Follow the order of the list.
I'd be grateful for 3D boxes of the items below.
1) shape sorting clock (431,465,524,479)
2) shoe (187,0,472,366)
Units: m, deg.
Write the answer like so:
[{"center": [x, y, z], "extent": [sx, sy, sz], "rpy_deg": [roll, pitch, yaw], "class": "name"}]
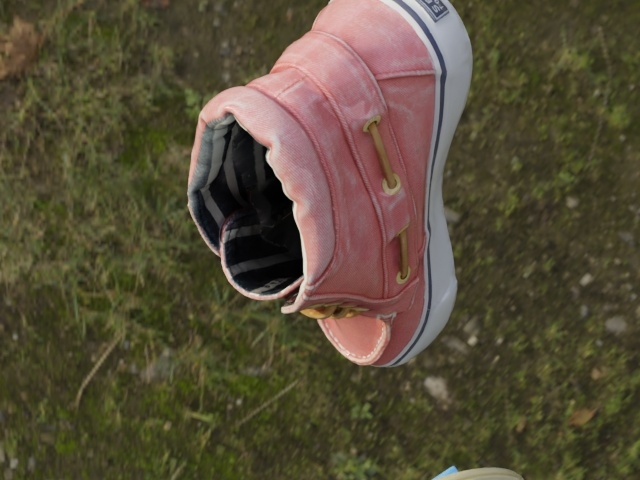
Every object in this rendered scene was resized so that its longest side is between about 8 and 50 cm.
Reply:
[{"center": [0.043, 0.210, 0.735], "extent": [0.206, 0.206, 0.040], "rpy_deg": [-22, 57, -22], "class": "shape sorting clock"}, {"center": [0.000, 0.000, 0.398], "extent": [0.063, 0.178, 0.081], "rpy_deg": [36, 58, 25], "class": "shoe"}]
